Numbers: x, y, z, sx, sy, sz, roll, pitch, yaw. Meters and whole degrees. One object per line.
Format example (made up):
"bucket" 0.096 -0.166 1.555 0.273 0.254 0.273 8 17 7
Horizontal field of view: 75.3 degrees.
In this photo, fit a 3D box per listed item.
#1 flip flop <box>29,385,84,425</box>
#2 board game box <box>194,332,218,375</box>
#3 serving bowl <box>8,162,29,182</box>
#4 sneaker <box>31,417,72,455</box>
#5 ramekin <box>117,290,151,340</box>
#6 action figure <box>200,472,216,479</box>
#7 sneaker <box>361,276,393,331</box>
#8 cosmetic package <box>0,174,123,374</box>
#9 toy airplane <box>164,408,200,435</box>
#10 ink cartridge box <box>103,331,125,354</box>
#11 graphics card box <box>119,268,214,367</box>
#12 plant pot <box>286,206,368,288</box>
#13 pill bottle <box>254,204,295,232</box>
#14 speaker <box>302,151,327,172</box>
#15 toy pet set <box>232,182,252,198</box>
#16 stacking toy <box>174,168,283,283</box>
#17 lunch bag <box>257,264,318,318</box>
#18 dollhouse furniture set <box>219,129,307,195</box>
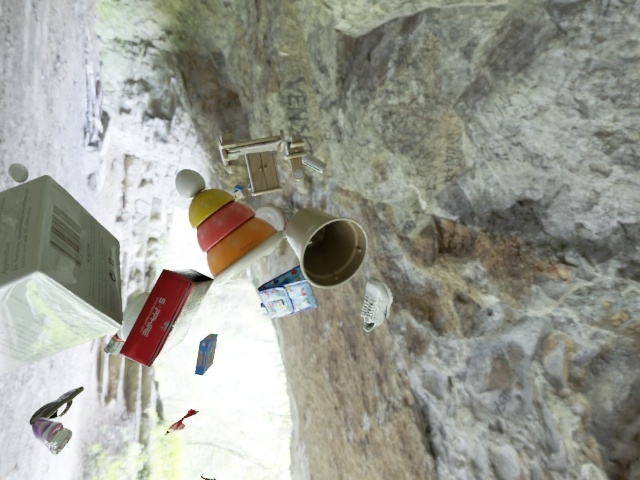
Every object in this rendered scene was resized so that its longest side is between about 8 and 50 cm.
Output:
"flip flop" -1.200 0.770 1.916 0.277 0.112 0.080 -45 119 -77
"board game box" -0.556 0.552 2.030 0.210 0.047 0.160 108 -10 -87
"serving bowl" -1.258 -0.280 1.721 0.083 0.027 0.084 4 90 -77
"sneaker" -1.055 0.757 1.621 0.237 0.104 0.095 105 8 -45
"ramekin" -0.683 0.317 1.635 0.207 0.108 0.207 24 90 -79
"action figure" -0.436 0.989 1.704 0.030 0.115 0.038 -60 -176 -27
"sneaker" 0.181 0.218 1.395 0.090 0.094 0.235 33 -31 37
"cosmetic package" -0.796 0.102 1.092 0.327 0.393 0.330 71 -2 -55
"toy airplane" -0.522 0.678 1.554 0.028 0.151 0.151 49 -39 21
"ink cartridge box" -0.855 0.426 1.758 0.029 0.063 0.115 33 -95 26
"graphics card box" -0.416 0.198 1.181 0.371 0.094 0.233 145 -30 -84
"plant pot" 0.000 0.000 1.897 0.305 0.333 0.334 41 -53 54
"pill bottle" -0.230 -0.098 2.241 0.318 0.176 0.177 -10 103 -74
"speaker" -0.038 -0.396 2.099 0.055 0.136 0.055 -61 -178 3
"toy pet set" -0.426 -0.271 2.200 0.065 0.122 0.114 61 25 -19
"stacking toy" -0.411 -0.094 1.688 0.480 0.350 0.350 55 -23 -4
"lunch bag" -0.188 0.289 2.214 0.138 0.293 0.221 -114 -176 -51
"dollhouse furniture set" -0.161 -0.250 1.354 0.355 0.303 0.174 -164 -118 -77
